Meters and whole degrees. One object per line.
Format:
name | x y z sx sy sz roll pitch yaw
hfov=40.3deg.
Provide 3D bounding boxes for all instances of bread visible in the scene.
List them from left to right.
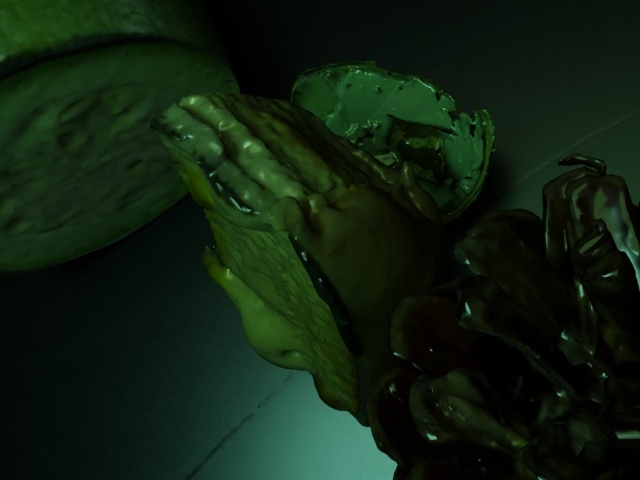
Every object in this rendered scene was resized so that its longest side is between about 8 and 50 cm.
bread | 0.006 -0.002 0.553 0.174 0.252 0.133 38 69 24

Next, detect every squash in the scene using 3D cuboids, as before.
squash | -0.249 -0.203 0.655 0.263 0.263 0.385 -33 69 10

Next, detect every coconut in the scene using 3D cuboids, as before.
coconut | 0.045 -0.063 0.622 0.158 0.055 0.133 37 117 20

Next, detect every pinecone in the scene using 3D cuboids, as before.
pinecone | 0.172 0.100 0.433 0.242 0.296 0.298 -11 48 34
